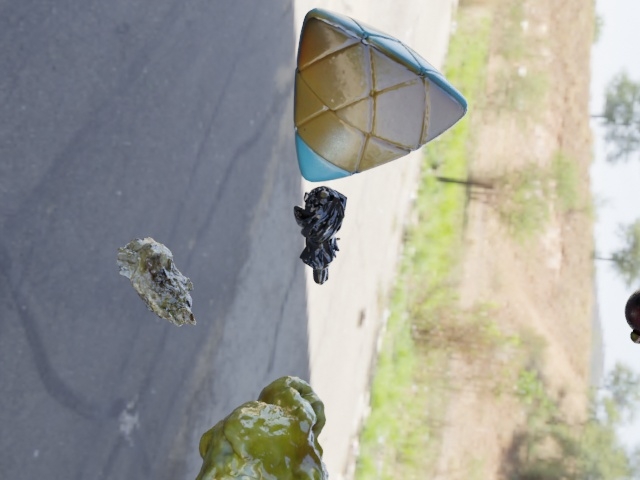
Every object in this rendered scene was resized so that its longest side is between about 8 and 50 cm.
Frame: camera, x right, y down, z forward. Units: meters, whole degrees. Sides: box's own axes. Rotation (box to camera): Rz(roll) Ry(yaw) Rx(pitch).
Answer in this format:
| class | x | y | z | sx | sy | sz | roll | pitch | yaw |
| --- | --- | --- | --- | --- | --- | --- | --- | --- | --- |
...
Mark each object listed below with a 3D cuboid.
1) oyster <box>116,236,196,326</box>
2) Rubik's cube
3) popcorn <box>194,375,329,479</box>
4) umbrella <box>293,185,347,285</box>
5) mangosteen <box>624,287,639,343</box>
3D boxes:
| class | x | y | z | sx | sy | sz | roll | pitch | yaw |
| --- | --- | --- | --- | --- | --- | --- | --- | --- | --- |
| oyster | -0.245 | 0.064 | 1.513 | 0.166 | 0.053 | 0.108 | 57 | 29 | -1 |
| Rubik's cube | 0.102 | -0.211 | 1.317 | 0.254 | 0.254 | 0.254 | 6 | 90 | -79 |
| popcorn | -0.117 | 0.476 | 2.024 | 0.292 | 0.293 | 0.334 | -85 | -175 | -67 |
| umbrella | 0.000 | 0.000 | 2.166 | 0.340 | 0.118 | 0.118 | 90 | 11 | -58 |
| mangosteen | 0.430 | 0.097 | 1.239 | 0.081 | 0.081 | 0.081 | 6 | 90 | -79 |
